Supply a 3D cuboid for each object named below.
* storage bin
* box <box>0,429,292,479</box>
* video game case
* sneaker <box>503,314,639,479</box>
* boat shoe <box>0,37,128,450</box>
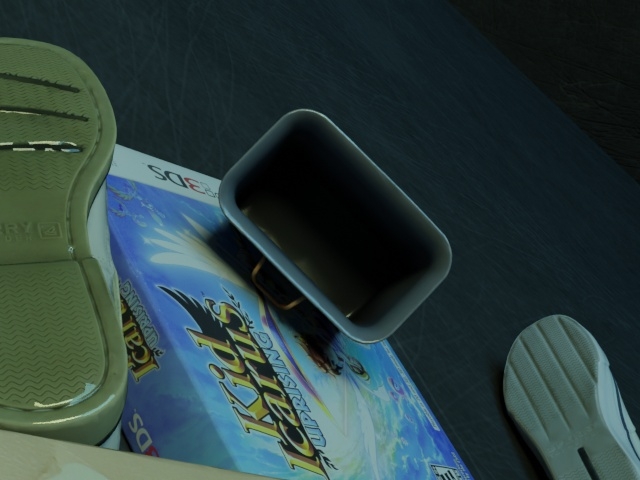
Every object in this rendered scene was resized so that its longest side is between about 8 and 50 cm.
[{"bbox_3d":[0.000,0.000,0.877,0.135,0.098,0.091,44,-8,-1],"label":"storage bin"},{"bbox_3d":[-0.082,0.159,0.482,0.311,0.148,0.121,23,28,-49],"label":"box"},{"bbox_3d":[-0.040,0.067,0.873,0.244,0.061,0.269,17,34,-51],"label":"video game case"},{"bbox_3d":[0.216,0.168,1.164,0.091,0.094,0.258,54,16,-35],"label":"sneaker"},{"bbox_3d":[-0.153,0.013,0.691,0.113,0.103,0.302,2,39,-13],"label":"boat shoe"}]
